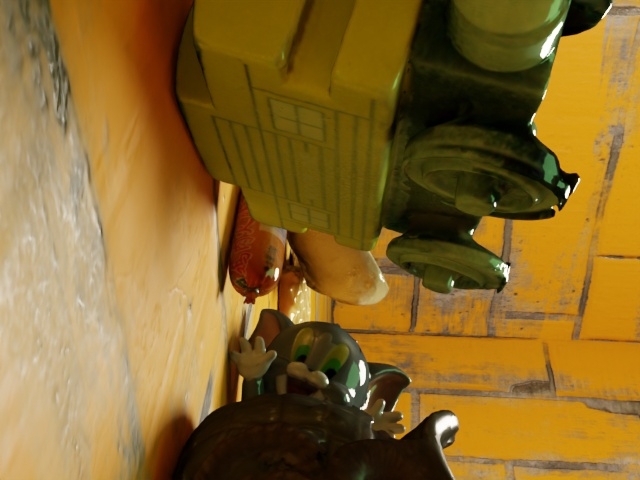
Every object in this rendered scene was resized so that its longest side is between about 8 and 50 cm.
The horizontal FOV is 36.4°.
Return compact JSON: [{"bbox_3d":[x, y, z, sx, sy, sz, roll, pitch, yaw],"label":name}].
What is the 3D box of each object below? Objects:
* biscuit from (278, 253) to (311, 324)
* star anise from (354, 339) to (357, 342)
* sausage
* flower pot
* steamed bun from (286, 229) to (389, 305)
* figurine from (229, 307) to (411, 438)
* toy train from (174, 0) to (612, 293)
[{"bbox_3d":[-0.040,0.123,1.640,0.309,0.040,0.204,-60,153,-83],"label":"biscuit"},{"bbox_3d":[-0.038,0.157,1.256,0.218,0.148,0.227,54,-8,-28],"label":"star anise"},{"bbox_3d":[-0.054,-0.065,1.016,0.347,0.053,0.053,-85,176,-46],"label":"sausage"},{"bbox_3d":[-0.004,0.256,0.714,0.302,0.213,0.301,3,90,-88],"label":"flower pot"},{"bbox_3d":[0.014,0.021,1.488,0.231,0.110,0.212,59,-2,-35],"label":"steamed bun"},{"bbox_3d":[-0.013,0.193,0.999,0.140,0.193,0.265,90,16,-64],"label":"figurine"},{"bbox_3d":[0.041,-0.095,0.713,0.442,0.272,0.179,85,22,-75],"label":"toy train"}]
